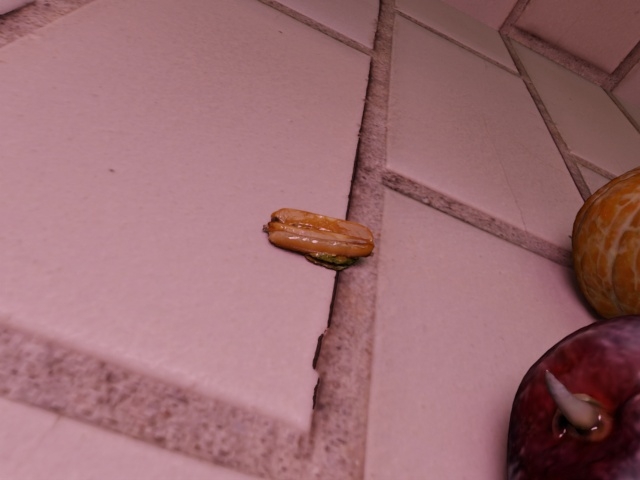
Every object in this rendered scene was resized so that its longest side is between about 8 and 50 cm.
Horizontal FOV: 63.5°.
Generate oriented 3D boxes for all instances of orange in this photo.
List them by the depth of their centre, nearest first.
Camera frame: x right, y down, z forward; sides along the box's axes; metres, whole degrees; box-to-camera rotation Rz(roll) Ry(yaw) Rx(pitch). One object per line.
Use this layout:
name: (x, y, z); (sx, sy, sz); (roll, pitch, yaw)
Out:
orange: (0.515, 0.018, 0.696); (0.329, 0.249, 0.329); (-11, 17, 3)

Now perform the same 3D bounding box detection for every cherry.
cherry: (0.267, 0.185, 0.391); (0.296, 0.218, 0.255); (32, 29, -5)

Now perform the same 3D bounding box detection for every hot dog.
hot dog: (0.000, 0.000, 0.579); (0.133, 0.041, 0.056); (12, 40, -11)
